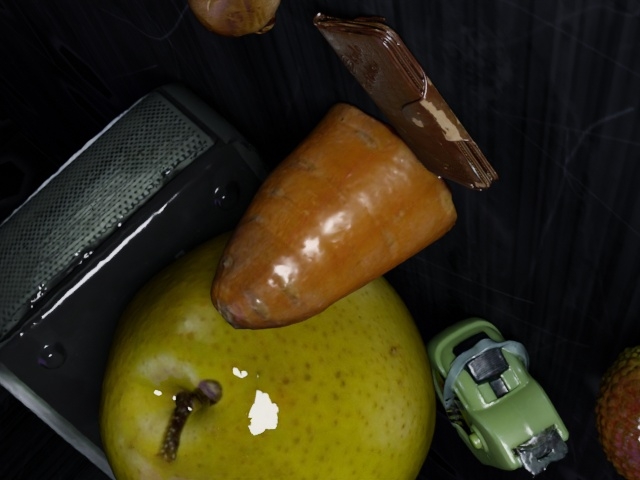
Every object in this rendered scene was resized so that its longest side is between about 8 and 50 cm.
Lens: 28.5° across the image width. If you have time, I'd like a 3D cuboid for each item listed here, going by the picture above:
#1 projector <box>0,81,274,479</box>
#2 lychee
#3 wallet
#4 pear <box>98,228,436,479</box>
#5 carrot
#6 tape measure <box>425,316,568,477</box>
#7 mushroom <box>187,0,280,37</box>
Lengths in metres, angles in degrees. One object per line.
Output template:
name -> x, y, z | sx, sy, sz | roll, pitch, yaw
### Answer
projector -> -0.186, 0.077, 1.575 | 0.242, 0.405, 0.395 | 40, 171, 51
lychee -> 0.266, 0.135, 0.974 | 0.114, 0.114, 0.146 | 46, -174, -16
wallet -> 0.068, -0.106, 0.984 | 0.095, 0.026, 0.176 | 25, 160, 52
pear -> -0.051, 0.166, 1.328 | 0.362, 0.362, 0.418 | 38, -173, 26
carrot -> 0.000, 0.000, 1.138 | 0.159, 0.225, 0.159 | 40, 163, 15
tape measure -> 0.188, 0.169, 1.385 | 0.175, 0.106, 0.200 | 61, 174, 6
mushroom -> -0.066, -0.194, 1.009 | 0.088, 0.073, 0.129 | 9, 157, 22
